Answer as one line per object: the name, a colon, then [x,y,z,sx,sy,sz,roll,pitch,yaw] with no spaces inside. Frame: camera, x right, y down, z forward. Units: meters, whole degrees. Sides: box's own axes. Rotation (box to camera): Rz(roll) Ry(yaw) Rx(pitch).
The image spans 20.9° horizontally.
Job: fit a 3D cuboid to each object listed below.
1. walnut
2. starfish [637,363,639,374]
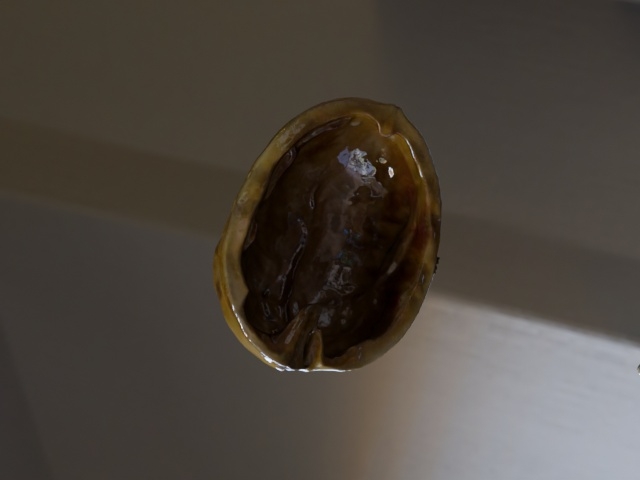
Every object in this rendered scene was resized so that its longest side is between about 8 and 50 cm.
walnut: [0.000,-0.002,1.281,0.167,0.087,0.211,30,-103,-21]
starfish: [0.491,0.060,1.529,0.132,0.384,0.398,21,-85,-29]
